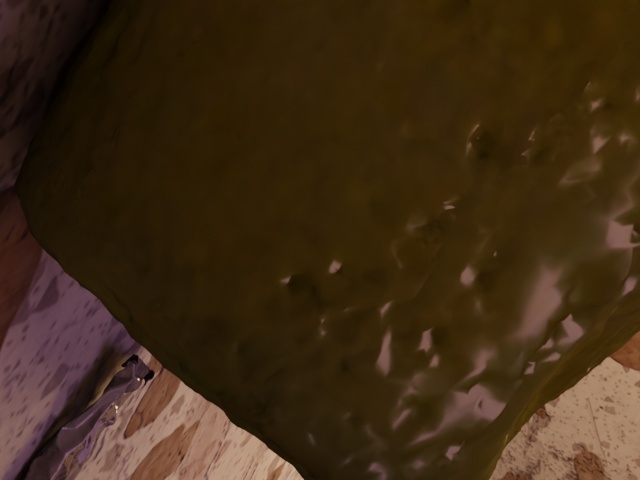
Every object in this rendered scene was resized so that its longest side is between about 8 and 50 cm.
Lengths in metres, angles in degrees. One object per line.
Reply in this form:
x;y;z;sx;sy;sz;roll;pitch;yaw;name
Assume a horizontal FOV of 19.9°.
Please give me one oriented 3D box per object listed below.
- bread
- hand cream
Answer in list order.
0.046;-0.044;0.914;0.308;0.348;0.348;-55;168;6;bread
-0.185;0.187;1.206;0.257;0.050;0.084;-63;170;-13;hand cream
